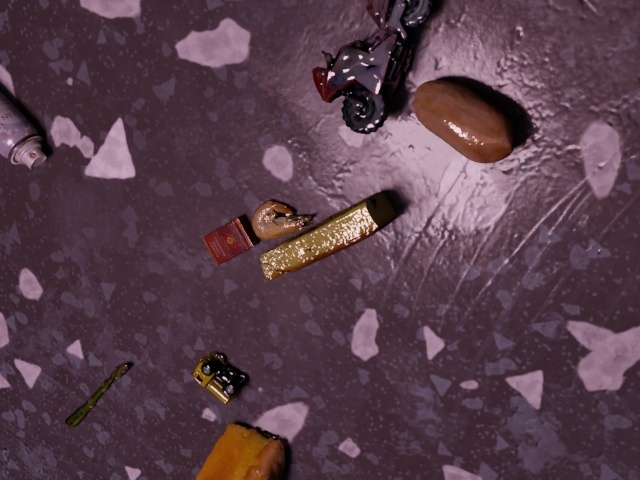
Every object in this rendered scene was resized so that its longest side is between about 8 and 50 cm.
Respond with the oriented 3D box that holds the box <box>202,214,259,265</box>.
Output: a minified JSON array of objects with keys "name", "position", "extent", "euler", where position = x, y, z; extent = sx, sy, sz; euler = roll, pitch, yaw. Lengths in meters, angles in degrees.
[{"name":"box","position":[-0.142,0.000,1.308],"extent":[0.082,0.023,0.051],"euler":[-28,93,31]}]

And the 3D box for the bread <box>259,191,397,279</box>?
[{"name":"bread","position":[0.000,0.000,1.202],"extent":[0.226,0.088,0.049],"euler":[-27,95,29]}]

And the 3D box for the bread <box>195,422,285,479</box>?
[{"name":"bread","position":[-0.151,0.444,1.392],"extent":[0.129,0.134,0.260],"euler":[22,114,20]}]

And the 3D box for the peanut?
[{"name":"peanut","position":[0.185,-0.155,1.069],"extent":[0.152,0.076,0.076],"euler":[37,119,17]}]

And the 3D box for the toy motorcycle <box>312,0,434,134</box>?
[{"name":"toy motorcycle","position":[0.065,-0.253,1.097],"extent":[0.122,0.082,0.213],"euler":[28,105,17]}]

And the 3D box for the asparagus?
[{"name":"asparagus","position":[-0.412,0.285,1.535],"extent":[0.233,0.022,0.023],"euler":[-44,40,32]}]

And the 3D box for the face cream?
[{"name":"face cream","position":[-0.556,-0.212,1.417],"extent":[0.229,0.075,0.075],"euler":[45,120,6]}]

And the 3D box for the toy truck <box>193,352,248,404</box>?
[{"name":"toy truck","position":[-0.170,0.228,1.381],"extent":[0.083,0.049,0.054],"euler":[40,120,9]}]

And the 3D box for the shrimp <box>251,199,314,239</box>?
[{"name":"shrimp","position":[-0.061,-0.035,1.259],"extent":[0.108,0.023,0.059],"euler":[-17,89,29]}]
